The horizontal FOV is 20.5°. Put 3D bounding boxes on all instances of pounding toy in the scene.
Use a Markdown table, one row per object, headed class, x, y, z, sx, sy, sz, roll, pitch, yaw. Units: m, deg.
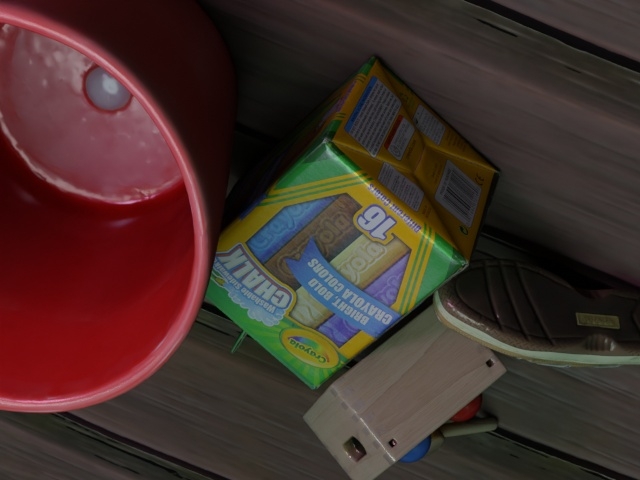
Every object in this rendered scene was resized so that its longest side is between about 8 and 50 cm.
| class | x | y | z | sx | sy | sz | roll | pitch | yaw |
| --- | --- | --- | --- | --- | --- | --- | --- | --- | --- |
| pounding toy | 0.072 | 0.121 | 1.295 | 0.100 | 0.130 | 0.141 | 51 | 160 | 7 |

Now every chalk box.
| class | x | y | z | sx | sy | sz | roll | pitch | yaw |
| --- | --- | --- | --- | --- | --- | --- | --- | --- | --- |
| chalk box | 0.000 | 0.000 | 1.246 | 0.132 | 0.132 | 0.213 | 42 | 124 | -12 |

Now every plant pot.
| class | x | y | z | sx | sy | sz | roll | pitch | yaw |
| --- | --- | --- | --- | --- | --- | --- | --- | --- | --- |
| plant pot | -0.174 | -0.063 | 1.177 | 0.274 | 0.243 | 0.275 | 5 | 116 | 10 |

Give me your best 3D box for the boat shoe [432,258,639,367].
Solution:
| class | x | y | z | sx | sy | sz | roll | pitch | yaw |
| --- | --- | --- | --- | --- | --- | --- | --- | --- | --- |
| boat shoe | 0.156 | 0.064 | 1.248 | 0.190 | 0.068 | 0.072 | 14 | 150 | -21 |
